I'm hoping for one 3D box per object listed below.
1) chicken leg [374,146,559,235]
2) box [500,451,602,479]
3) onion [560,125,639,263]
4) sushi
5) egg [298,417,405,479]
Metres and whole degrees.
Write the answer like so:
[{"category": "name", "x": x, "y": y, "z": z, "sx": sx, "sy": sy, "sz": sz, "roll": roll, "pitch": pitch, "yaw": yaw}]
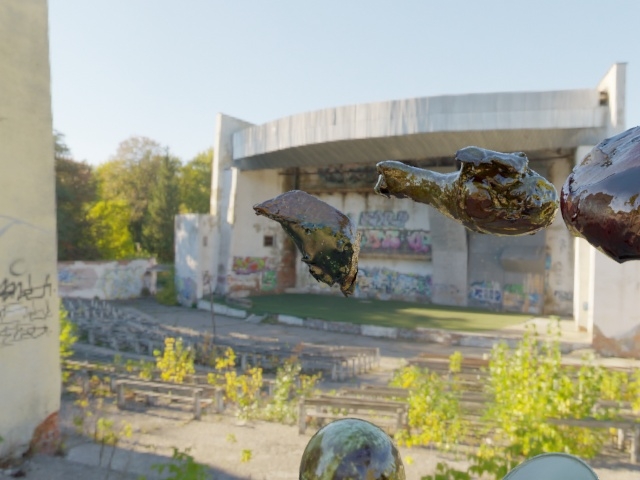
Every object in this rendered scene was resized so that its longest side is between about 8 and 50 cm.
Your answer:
[{"category": "chicken leg", "x": 0.263, "y": -0.101, "z": 1.040, "sx": 0.361, "sy": 0.140, "sz": 0.211, "roll": 17, "pitch": -29, "yaw": 20}, {"category": "box", "x": 0.400, "y": 0.487, "z": 0.888, "sx": 0.149, "sy": 0.226, "sz": 0.226, "roll": 44, "pitch": -10, "yaw": -11}, {"category": "onion", "x": 0.431, "y": -0.077, "z": 0.649, "sx": 0.272, "sy": 0.195, "sz": 0.272, "roll": -2, "pitch": 20, "yaw": 1}, {"category": "sushi", "x": 0.000, "y": -0.001, "z": 1.151, "sx": 0.287, "sy": 0.140, "sz": 0.149, "roll": 43, "pitch": -18, "yaw": -30}, {"category": "egg", "x": 0.072, "y": 0.543, "z": 1.207, "sx": 0.238, "sy": 0.289, "sz": 0.238, "roll": -6, "pitch": -18, "yaw": -2}]
